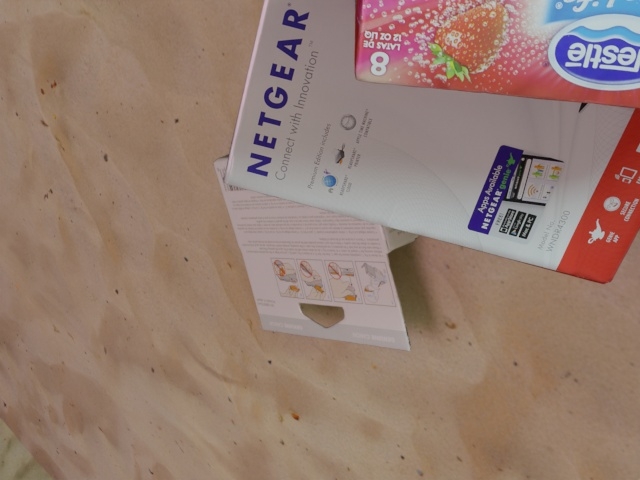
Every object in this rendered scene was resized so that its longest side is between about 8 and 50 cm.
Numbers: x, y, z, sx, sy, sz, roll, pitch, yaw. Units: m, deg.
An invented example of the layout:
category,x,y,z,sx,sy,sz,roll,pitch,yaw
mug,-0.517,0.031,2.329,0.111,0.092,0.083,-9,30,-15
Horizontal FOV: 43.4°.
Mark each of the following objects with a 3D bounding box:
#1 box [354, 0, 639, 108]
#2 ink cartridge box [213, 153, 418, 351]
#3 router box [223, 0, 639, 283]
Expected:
category,x,y,z,sx,sy,sz,roll,pitch,yaw
box,0.149,-0.147,0.422,0.257,0.128,0.122,5,120,0
ink cartridge box,0.000,0.000,0.966,0.275,0.060,0.238,1,112,48
router box,0.117,-0.158,0.541,0.301,0.082,0.335,14,120,-4
